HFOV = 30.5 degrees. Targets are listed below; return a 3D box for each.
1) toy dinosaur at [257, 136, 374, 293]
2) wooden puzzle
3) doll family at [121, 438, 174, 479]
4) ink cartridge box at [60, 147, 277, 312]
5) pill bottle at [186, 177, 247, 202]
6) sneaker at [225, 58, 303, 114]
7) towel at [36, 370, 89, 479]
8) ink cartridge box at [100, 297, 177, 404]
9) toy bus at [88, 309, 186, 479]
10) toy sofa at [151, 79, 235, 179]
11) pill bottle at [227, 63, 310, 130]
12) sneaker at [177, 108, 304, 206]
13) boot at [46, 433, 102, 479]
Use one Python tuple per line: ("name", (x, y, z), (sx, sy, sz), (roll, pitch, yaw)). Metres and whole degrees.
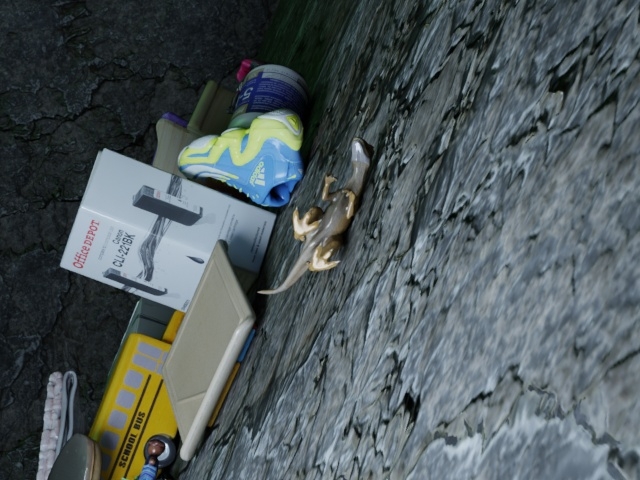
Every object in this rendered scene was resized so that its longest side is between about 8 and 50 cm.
("toy dinosaur", (0.000, 0.000, 1.159), (0.211, 0.064, 0.112), (-55, -5, 18))
("wooden puzzle", (-0.146, 0.142, 1.557), (0.220, 0.044, 0.238), (-65, 22, 20))
("doll family", (-0.243, 0.356, 1.640), (0.193, 0.076, 0.111), (-49, 16, 49))
("ink cartridge box", (-0.229, -0.001, 1.732), (0.197, 0.273, 0.114), (126, 163, -56))
("pill bottle", (-0.212, -0.073, 2.263), (0.121, 0.121, 0.216), (-88, 21, -64))
("sneaker", (-0.113, -0.213, 2.062), (0.299, 0.112, 0.120), (-82, 17, -54))
("towel", (-0.414, 0.435, 1.957), (0.331, 0.054, 0.316), (-98, 4, -51))
("ink cartridge box", (-0.321, 0.248, 2.155), (0.283, 0.117, 0.207), (-106, 39, -74))
("toy bus", (-0.274, 0.262, 1.827), (0.108, 0.130, 0.332), (133, 157, -65))
("toy sofa", (-0.267, -0.162, 2.488), (0.362, 0.177, 0.150), (114, 177, -48))
("pill bottle", (-0.085, -0.175, 1.820), (0.112, 0.112, 0.186), (122, 166, -47))
("sneaker", (-0.113, -0.097, 1.665), (0.240, 0.091, 0.126), (-20, 83, 46))
("boot", (-0.336, 0.423, 1.685), (0.112, 0.115, 0.305), (19, 102, 56))
